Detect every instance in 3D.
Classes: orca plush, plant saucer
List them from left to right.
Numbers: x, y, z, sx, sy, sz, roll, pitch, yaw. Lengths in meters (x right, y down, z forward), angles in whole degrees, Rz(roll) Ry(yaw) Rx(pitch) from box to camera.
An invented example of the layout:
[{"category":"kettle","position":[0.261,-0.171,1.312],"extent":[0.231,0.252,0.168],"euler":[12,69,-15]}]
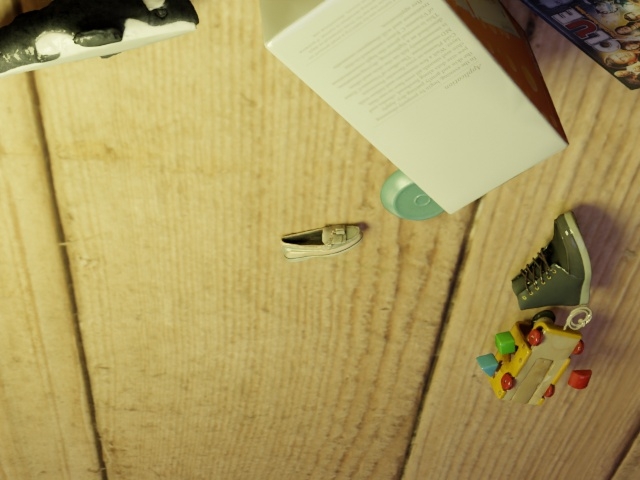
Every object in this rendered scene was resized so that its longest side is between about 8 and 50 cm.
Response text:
[{"category":"orca plush","position":[-0.287,-0.256,1.136],"extent":[0.287,0.102,0.151],"euler":[-12,-174,19]},{"category":"plant saucer","position":[0.147,-0.065,1.453],"extent":[0.119,0.021,0.119],"euler":[-4,140,-4]}]

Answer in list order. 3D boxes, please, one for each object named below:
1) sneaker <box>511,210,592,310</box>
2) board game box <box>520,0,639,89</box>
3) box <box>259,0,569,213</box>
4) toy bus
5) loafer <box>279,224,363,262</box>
[{"category":"sneaker","position":[0.357,0.045,1.570],"extent":[0.118,0.083,0.222],"euler":[-13,141,6]},{"category":"board game box","position":[0.371,-0.267,1.184],"extent":[0.243,0.042,0.165],"euler":[26,158,-34]},{"category":"box","position":[0.100,-0.224,1.108],"extent":[0.168,0.215,0.345],"euler":[-30,136,24]},{"category":"toy bus","position":[0.365,0.184,1.714],"extent":[0.202,0.104,0.191],"euler":[-24,127,2]},{"category":"loafer","position":[0.000,0.000,1.490],"extent":[0.125,0.045,0.039],"euler":[-15,133,12]}]
